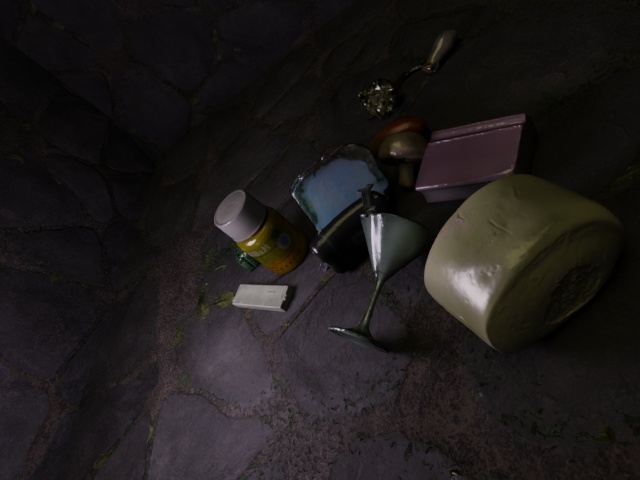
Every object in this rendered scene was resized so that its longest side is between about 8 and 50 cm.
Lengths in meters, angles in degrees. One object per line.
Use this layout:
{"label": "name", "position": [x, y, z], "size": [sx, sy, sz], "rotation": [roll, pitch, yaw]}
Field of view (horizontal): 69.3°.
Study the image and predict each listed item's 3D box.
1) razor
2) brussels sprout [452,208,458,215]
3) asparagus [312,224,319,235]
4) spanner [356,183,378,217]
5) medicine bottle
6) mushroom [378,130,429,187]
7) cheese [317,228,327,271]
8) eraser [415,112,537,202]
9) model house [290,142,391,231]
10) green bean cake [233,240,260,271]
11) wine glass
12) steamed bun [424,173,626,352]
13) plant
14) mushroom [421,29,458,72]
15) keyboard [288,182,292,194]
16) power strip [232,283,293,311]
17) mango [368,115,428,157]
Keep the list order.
{"label": "razor", "position": [0.134, -0.030, 1.737], "size": [0.349, 0.204, 0.113], "rotation": [-41, 37, 7]}
{"label": "brussels sprout", "position": [0.480, -0.075, 1.551], "size": [0.083, 0.046, 0.051], "rotation": [48, 140, 46]}
{"label": "asparagus", "position": [0.000, 0.000, 1.994], "size": [0.023, 0.022, 0.233], "rotation": [-4, 37, -13]}
{"label": "spanner", "position": [0.162, -0.142, 1.594], "size": [0.071, 0.017, 0.302], "rotation": [-26, 20, 11]}
{"label": "medicine bottle", "position": [-0.249, -0.035, 1.977], "size": [0.224, 0.384, 0.224], "rotation": [-26, 43, 27]}
{"label": "mushroom", "position": [0.328, -0.311, 1.803], "size": [0.207, 0.207, 0.215], "rotation": [-1, 91, 45]}
{"label": "cheese", "position": [0.025, 0.042, 1.837], "size": [0.037, 0.097, 0.192], "rotation": [-102, 20, -61]}
{"label": "eraser", "position": [0.534, -0.280, 1.607], "size": [0.359, 0.122, 0.272], "rotation": [-2, 58, 45]}
{"label": "model house", "position": [0.110, -0.242, 1.918], "size": [0.360, 0.297, 0.339], "rotation": [-35, 9, 20]}
{"label": "green bean cake", "position": [-0.326, 0.020, 2.238], "size": [0.193, 0.107, 0.208], "rotation": [-42, 37, 12]}
{"label": "wine glass", "position": [0.192, 0.140, 1.515], "size": [0.267, 0.267, 0.406], "rotation": [7, 70, 48]}
{"label": "steamed bun", "position": [0.506, 0.031, 1.237], "size": [0.456, 0.290, 0.371], "rotation": [-47, 37, 4]}
{"label": "plant", "position": [0.341, -0.696, 2.201], "size": [0.333, 0.180, 0.251], "rotation": [-33, 18, -34]}
{"label": "mushroom", "position": [0.548, -0.861, 2.111], "size": [0.225, 0.093, 0.116], "rotation": [-68, 21, -7]}
{"label": "keyboard", "position": [-0.085, -0.238, 2.260], "size": [0.103, 0.041, 0.381], "rotation": [-48, 38, 3]}
{"label": "power strip", "position": [-0.262, 0.248, 2.034], "size": [0.367, 0.043, 0.106], "rotation": [-3, 57, 44]}
{"label": "mango", "position": [0.312, -0.430, 1.946], "size": [0.289, 0.129, 0.146], "rotation": [-29, 16, 31]}
